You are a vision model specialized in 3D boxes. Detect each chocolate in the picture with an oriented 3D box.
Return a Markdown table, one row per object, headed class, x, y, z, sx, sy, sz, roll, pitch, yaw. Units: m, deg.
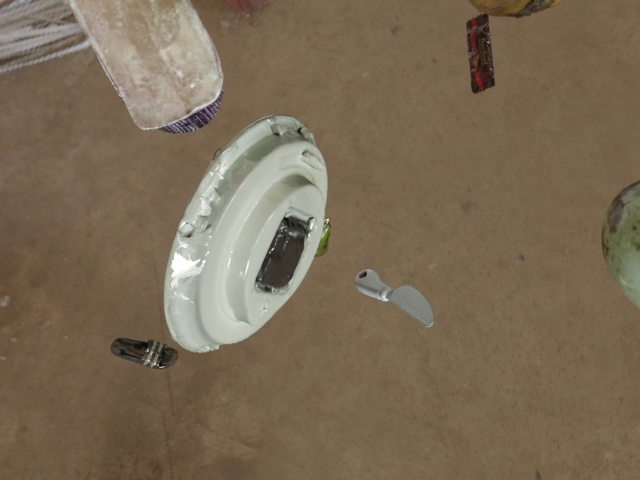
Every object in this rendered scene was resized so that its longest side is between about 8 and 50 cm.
| class | x | y | z | sx | sy | sz | roll | pitch | yaw |
| --- | --- | --- | --- | --- | --- | --- | --- | --- | --- |
| chocolate | -0.292 | -0.351 | 1.044 | 0.185 | 0.303 | 0.100 | -26 | 18 | -4 |
| chocolate | 0.383 | -0.450 | 1.487 | 0.086 | 0.028 | 0.183 | 1 | 94 | 62 |

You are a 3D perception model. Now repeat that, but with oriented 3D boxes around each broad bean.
| class | x | y | z | sx | sy | sz | roll | pitch | yaw |
| --- | --- | --- | --- | --- | --- | --- | --- | --- | --- |
| broad bean | -0.002 | 0.004 | 1.497 | 0.046 | 0.254 | 0.065 | 23 | 76 | 3 |

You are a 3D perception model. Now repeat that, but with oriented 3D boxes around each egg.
| class | x | y | z | sx | sy | sz | roll | pitch | yaw |
| --- | --- | --- | --- | --- | --- | --- | --- | --- | --- |
| egg | 0.456 | 0.025 | 0.769 | 0.169 | 0.169 | 0.231 | -29 | 75 | 4 |

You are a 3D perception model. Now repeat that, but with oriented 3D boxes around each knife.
| class | x | y | z | sx | sy | sz | roll | pitch | yaw |
| --- | --- | --- | --- | --- | --- | --- | --- | --- | --- |
| knife | 0.201 | 0.142 | 1.606 | 0.080 | 0.044 | 0.331 | -39 | 31 | -16 |

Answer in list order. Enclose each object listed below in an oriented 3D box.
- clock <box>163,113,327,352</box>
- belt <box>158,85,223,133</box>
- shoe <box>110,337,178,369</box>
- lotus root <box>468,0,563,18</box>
| class | x | y | z | sx | sy | sz | roll | pitch | yaw |
| --- | --- | --- | --- | --- | --- | --- | --- | --- | --- |
| clock | -0.049 | 0.002 | 0.570 | 0.053 | 0.236 | 0.237 | 22 | 73 | 19 |
| belt | -0.398 | -0.428 | 1.618 | 0.260 | 0.122 | 0.325 | -44 | 67 | 1 |
| shoe | -0.469 | 0.292 | 1.643 | 0.179 | 0.049 | 0.071 | 14 | 50 | -5 |
| lotus root | 0.334 | -0.476 | 1.005 | 0.271 | 0.192 | 0.272 | 4 | 44 | -4 |
